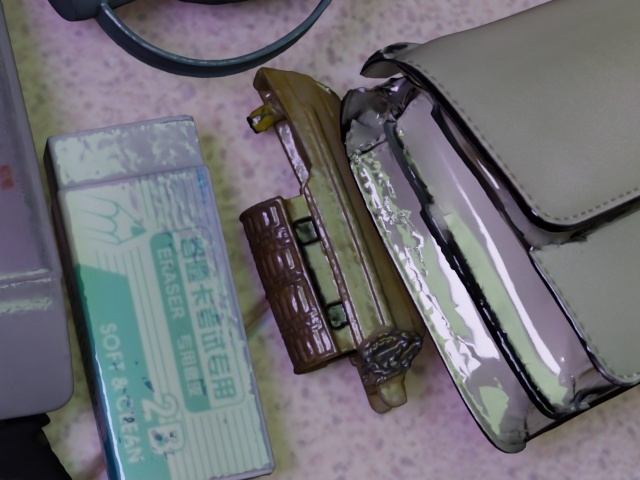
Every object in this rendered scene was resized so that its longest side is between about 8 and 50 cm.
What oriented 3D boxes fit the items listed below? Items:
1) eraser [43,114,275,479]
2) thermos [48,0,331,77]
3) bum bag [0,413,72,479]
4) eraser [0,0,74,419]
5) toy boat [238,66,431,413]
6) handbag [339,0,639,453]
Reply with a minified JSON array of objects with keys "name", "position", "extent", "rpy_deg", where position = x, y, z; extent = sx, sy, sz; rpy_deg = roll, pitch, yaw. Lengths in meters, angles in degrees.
[{"name":"eraser","position":[-0.099,0.043,1.046],"extent":[0.095,0.052,0.225],"rpy_deg":[-11,78,-15]},{"name":"thermos","position":[-0.040,-0.210,1.083],"extent":[0.286,0.145,0.182],"rpy_deg":[-29,87,-17]},{"name":"bum bag","position":[-0.191,0.130,0.990],"extent":[0.102,0.069,0.248],"rpy_deg":[-29,83,-13]},{"name":"eraser","position":[-0.216,-0.066,1.017],"extent":[0.089,0.061,0.352],"rpy_deg":[-9,65,-16]},{"name":"toy boat","position":[0.000,0.000,1.075],"extent":[0.088,0.068,0.226],"rpy_deg":[-19,82,-11]},{"name":"handbag","position":[0.218,-0.055,1.072],"extent":[0.358,0.160,0.237],"rpy_deg":[-23,76,-30]}]
